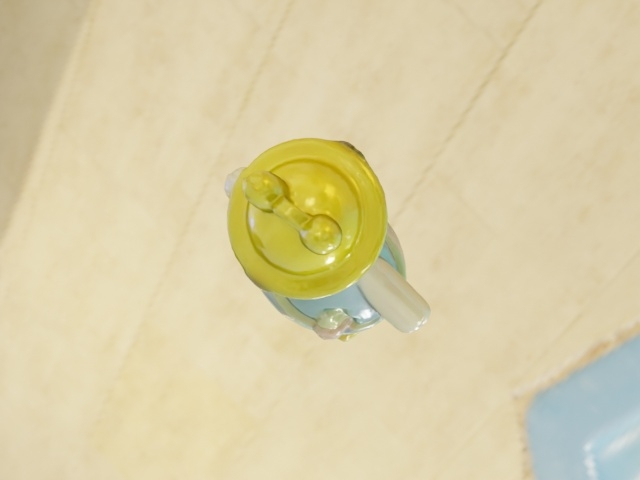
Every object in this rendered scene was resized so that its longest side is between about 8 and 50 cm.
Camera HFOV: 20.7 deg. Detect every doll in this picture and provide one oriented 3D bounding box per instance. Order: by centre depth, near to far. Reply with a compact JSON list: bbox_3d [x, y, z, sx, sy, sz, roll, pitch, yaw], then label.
[{"bbox_3d":[-0.001,0.000,1.060,0.241,0.099,0.135,54,-164,-77],"label":"doll"}]
